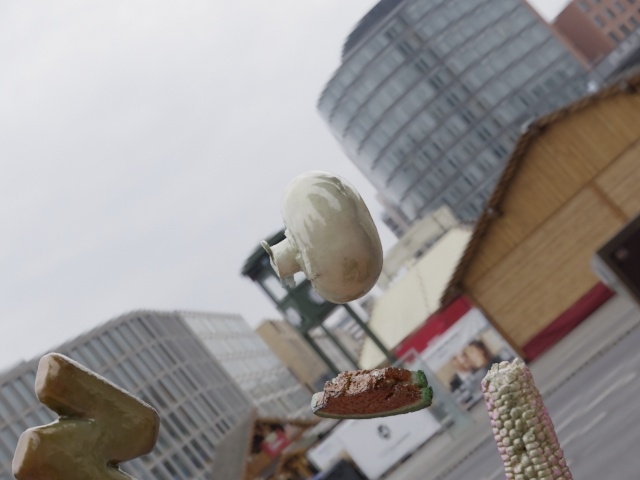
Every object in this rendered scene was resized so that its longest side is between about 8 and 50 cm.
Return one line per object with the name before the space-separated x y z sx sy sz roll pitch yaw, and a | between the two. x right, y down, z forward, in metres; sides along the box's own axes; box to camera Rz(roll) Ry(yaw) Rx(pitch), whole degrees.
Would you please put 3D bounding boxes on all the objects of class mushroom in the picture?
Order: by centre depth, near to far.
mushroom | 0.000 0.000 1.910 0.202 0.246 0.246 -24 -8 4

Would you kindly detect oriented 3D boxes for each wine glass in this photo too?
wine glass | -0.072 0.056 2.201 0.039 0.083 0.042 -16 9 -21

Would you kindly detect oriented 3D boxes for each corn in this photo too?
corn | 0.380 0.379 1.929 0.126 0.335 0.126 -14 -4 -1

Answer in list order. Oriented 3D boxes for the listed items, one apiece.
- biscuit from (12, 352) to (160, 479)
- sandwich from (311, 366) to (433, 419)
biscuit | -0.395 0.348 1.865 0.062 0.290 0.237 -15 50 32
sandwich | 0.087 0.290 2.107 0.235 0.079 0.159 -18 -34 28
